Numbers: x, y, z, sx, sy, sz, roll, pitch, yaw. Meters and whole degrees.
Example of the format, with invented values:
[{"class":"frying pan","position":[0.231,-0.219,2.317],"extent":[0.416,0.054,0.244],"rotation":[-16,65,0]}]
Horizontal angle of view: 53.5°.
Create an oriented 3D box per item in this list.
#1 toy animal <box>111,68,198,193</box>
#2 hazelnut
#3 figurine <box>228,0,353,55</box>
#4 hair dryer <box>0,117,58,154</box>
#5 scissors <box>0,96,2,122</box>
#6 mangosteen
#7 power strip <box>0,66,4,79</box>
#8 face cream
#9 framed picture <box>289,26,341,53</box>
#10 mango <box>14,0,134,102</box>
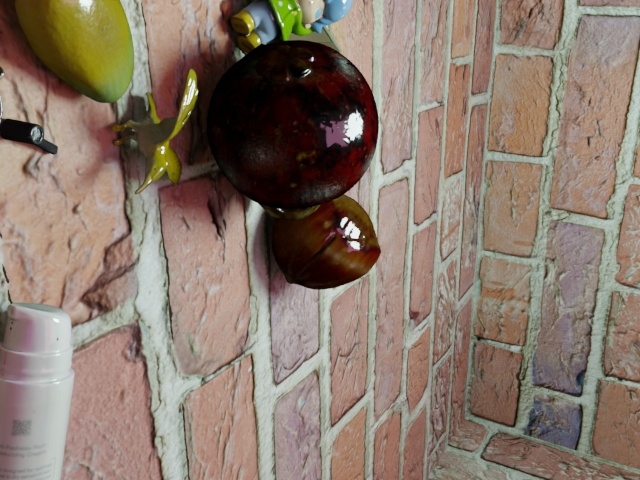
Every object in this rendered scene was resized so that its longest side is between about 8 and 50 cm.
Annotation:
[{"class":"toy animal","position":[-0.249,-0.133,0.909],"extent":[0.155,0.095,0.219],"rotation":[-59,176,-33]},{"class":"hazelnut","position":[0.000,0.000,1.311],"extent":[0.229,0.229,0.229],"rotation":[-29,124,-55]},{"class":"figurine","position":[-0.050,-0.429,1.132],"extent":[0.263,0.143,0.162],"rotation":[-43,131,-24]},{"class":"hair dryer","position":[-0.349,-0.122,0.784],"extent":[0.083,0.047,0.026],"rotation":[50,55,-72]},{"class":"scissors","position":[-0.437,-0.055,0.664],"extent":[0.109,0.022,0.300],"rotation":[46,61,-52]},{"class":"mangosteen","position":[-0.048,-0.181,1.068],"extent":[0.311,0.311,0.311],"rotation":[-29,124,-55]},{"class":"power strip","position":[-0.432,-0.099,0.602],"extent":[0.286,0.048,0.080],"rotation":[-55,131,-29]},{"class":"face cream","position":[-0.373,0.248,0.802],"extent":[0.102,0.102,0.345],"rotation":[3,98,-61]},{"class":"framed picture","position":[-0.021,-0.389,1.310],"extent":[0.203,0.015,0.150],"rotation":[40,65,-58]},{"class":"mango","position":[-0.294,-0.256,0.781],"extent":[0.130,0.092,0.194],"rotation":[-58,150,-36]}]
